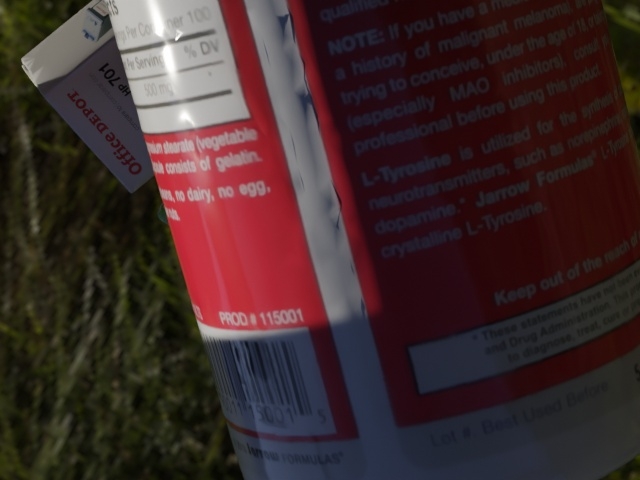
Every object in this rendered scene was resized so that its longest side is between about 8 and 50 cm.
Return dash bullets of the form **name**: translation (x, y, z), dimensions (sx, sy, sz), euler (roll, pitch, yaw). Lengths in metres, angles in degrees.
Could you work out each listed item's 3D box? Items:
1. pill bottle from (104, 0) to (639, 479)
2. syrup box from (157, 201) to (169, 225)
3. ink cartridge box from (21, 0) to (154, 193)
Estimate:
- **pill bottle**: translation (0.023, -0.087, 0.775), dimensions (0.229, 0.229, 0.408), euler (-2, 106, 52)
- **syrup box**: translation (0.000, 0.000, 1.256), dimensions (0.237, 0.093, 0.096), euler (35, -158, 23)
- **ink cartridge box**: translation (-0.142, -0.157, 1.418), dimensions (0.140, 0.190, 0.082), euler (50, 179, -40)
